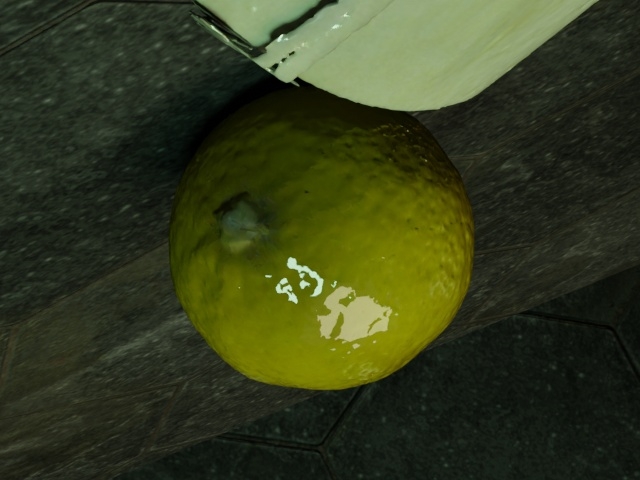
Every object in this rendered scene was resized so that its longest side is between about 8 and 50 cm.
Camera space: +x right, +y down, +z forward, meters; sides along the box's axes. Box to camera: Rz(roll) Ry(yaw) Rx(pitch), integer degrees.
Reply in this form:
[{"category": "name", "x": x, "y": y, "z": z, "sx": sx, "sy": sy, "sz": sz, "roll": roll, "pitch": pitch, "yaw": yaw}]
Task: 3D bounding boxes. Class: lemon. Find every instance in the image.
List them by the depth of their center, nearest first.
[{"category": "lemon", "x": 0.001, "y": 0.000, "z": 1.570, "sx": 0.293, "sy": 0.293, "sz": 0.293, "roll": -25, "pitch": 165, "yaw": -7}]

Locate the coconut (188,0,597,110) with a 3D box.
[{"category": "coconut", "x": 0.029, "y": -0.223, "z": 0.859, "sx": 0.323, "sy": 0.323, "sz": 0.323, "roll": -25, "pitch": 165, "yaw": -7}]
